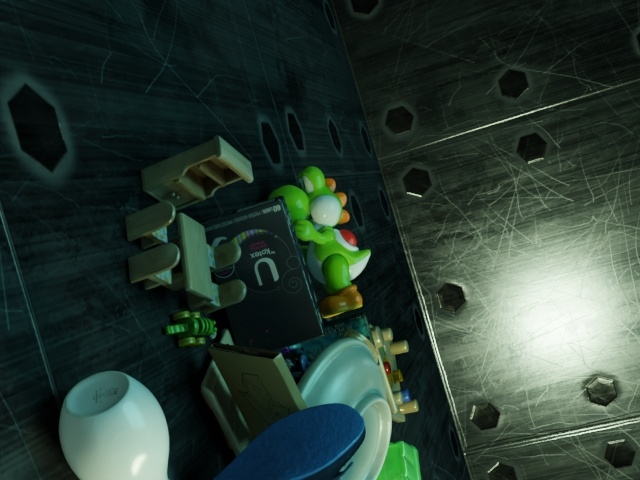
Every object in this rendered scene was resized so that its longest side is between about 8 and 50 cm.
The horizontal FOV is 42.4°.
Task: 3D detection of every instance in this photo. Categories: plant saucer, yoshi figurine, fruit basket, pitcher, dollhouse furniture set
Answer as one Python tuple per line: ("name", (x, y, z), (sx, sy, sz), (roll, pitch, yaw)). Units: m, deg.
("plant saucer", (0.048, 0.392, 1.597), (0.400, 0.100, 0.400), (-31, 126, -54))
("yoshi figurine", (-0.027, 0.008, 1.980), (0.203, 0.203, 0.362), (-7, 79, -54))
("fruit basket", (0.182, 0.675, 2.125), (0.353, 0.165, 0.327), (79, 5, -54))
("pitcher", (-0.251, 0.256, 1.051), (0.178, 0.125, 0.207), (-120, -165, -58))
("dollhouse furniture set", (-0.196, -0.025, 1.377), (0.212, 0.161, 0.242), (38, 36, -58))

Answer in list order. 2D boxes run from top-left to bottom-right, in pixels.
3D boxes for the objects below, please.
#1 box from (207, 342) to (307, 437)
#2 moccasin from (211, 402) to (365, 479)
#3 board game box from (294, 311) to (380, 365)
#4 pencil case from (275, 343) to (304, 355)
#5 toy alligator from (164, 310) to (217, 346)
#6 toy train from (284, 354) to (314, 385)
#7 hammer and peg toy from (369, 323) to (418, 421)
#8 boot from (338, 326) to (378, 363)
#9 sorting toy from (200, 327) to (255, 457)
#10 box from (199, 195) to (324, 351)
("box", (-0.090, 0.261, 1.371), (0.021, 0.164, 0.201), (-43, 120, -38))
("moccasin", (-0.077, 0.374, 1.261), (0.138, 0.342, 0.117), (40, -29, 44))
("board game box", (0.032, 0.245, 1.882), (0.026, 0.186, 0.126), (-18, 92, -73))
("pencil case", (-0.085, 0.172, 1.780), (0.070, 0.064, 0.152), (83, -7, -83))
("toy alligator", (-0.203, 0.150, 1.412), (0.189, 0.051, 0.056), (22, 54, -71))
("toy train", (-0.039, 0.314, 1.780), (0.184, 0.080, 0.105), (47, 36, -59))
("hammer and peg toy", (0.166, 0.378, 2.334), (0.361, 0.127, 0.266), (40, 39, -64))
("boot", (0.052, 0.358, 1.768), (0.269, 0.089, 0.236), (-59, 144, -21))
("sorting toy", (-0.158, 0.286, 1.478), (0.208, 0.038, 0.193), (-82, 152, -65))
("box", (-0.108, 0.067, 1.570), (0.143, 0.165, 0.270), (-95, 167, -84))
